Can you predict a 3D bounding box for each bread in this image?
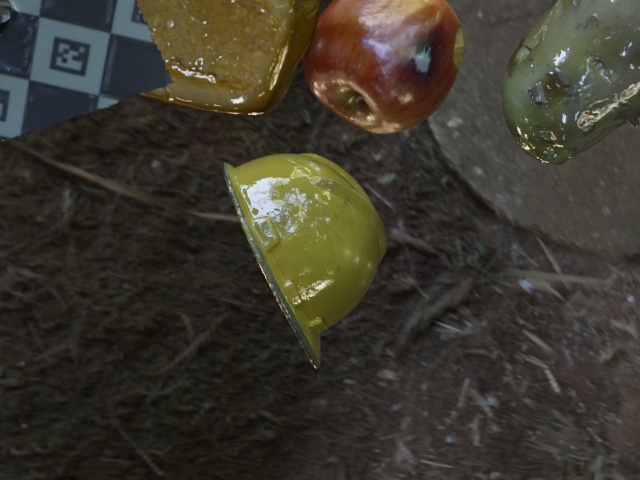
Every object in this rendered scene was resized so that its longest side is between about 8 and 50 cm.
[{"bbox_3d":[-0.152,-0.314,1.357,0.336,0.148,0.328,13,119,11],"label":"bread"}]

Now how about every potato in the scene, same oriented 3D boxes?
[{"bbox_3d":[0.293,-0.193,1.281,0.262,0.165,0.165,-49,65,26],"label":"potato"}]

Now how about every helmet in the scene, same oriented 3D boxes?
[{"bbox_3d":[0.000,0.000,1.376,0.140,0.257,0.205,-26,30,3],"label":"helmet"}]

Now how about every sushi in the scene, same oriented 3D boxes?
[{"bbox_3d":[-0.240,-0.178,0.824,0.219,0.231,0.047,-18,30,9],"label":"sushi"}]

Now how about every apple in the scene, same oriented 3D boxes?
[{"bbox_3d":[0.079,-0.219,1.447,0.199,0.199,0.199,-4,77,20],"label":"apple"}]
